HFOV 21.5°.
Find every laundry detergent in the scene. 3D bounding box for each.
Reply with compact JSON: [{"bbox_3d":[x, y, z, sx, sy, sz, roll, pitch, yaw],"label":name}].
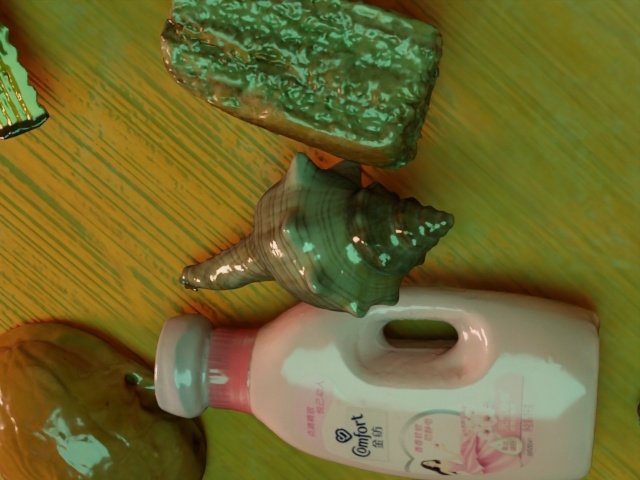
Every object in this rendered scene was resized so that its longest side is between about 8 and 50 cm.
[{"bbox_3d":[0.042,0.106,1.284,0.335,0.088,0.159,4,110,8],"label":"laundry detergent"}]

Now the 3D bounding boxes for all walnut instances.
[{"bbox_3d":[-0.198,0.167,1.350,0.211,0.087,0.167,38,117,-8],"label":"walnut"}]

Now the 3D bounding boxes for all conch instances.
[{"bbox_3d":[0.007,-0.011,1.228,0.137,0.234,0.114,-7,101,-31],"label":"conch"}]

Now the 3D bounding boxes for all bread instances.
[{"bbox_3d":[-0.016,-0.121,1.165,0.196,0.138,0.102,18,89,1],"label":"bread"}]

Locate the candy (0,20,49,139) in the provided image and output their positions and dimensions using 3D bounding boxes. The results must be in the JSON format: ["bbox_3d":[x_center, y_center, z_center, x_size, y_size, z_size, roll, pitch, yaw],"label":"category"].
[{"bbox_3d":[-0.366,-0.125,1.253,0.297,0.081,0.187,-19,107,16],"label":"candy"}]

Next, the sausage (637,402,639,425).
[{"bbox_3d":[0.290,0.105,1.274,0.034,0.034,0.129,43,113,-10],"label":"sausage"}]
